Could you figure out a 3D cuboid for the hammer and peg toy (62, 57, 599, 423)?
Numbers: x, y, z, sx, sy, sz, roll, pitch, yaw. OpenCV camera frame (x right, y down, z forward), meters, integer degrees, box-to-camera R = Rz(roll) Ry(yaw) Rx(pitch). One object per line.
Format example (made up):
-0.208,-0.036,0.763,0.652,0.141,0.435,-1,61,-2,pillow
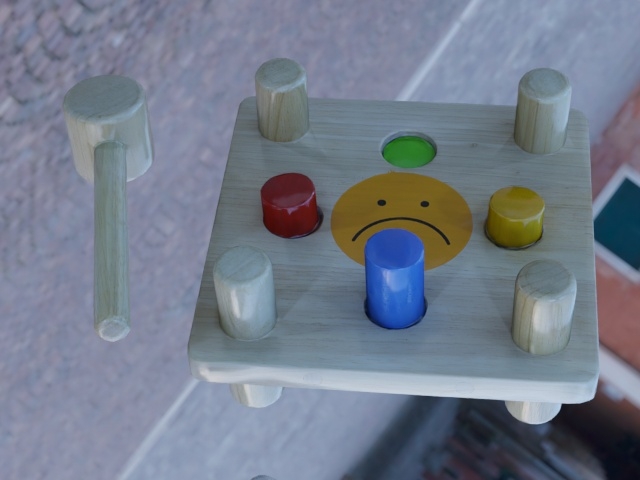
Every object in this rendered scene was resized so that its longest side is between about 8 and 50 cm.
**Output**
0.000,0.000,0.947,0.127,0.361,0.266,87,7,-46,hammer and peg toy

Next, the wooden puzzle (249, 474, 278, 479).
-0.135,0.309,0.711,0.322,0.080,0.348,-35,147,-72,wooden puzzle
